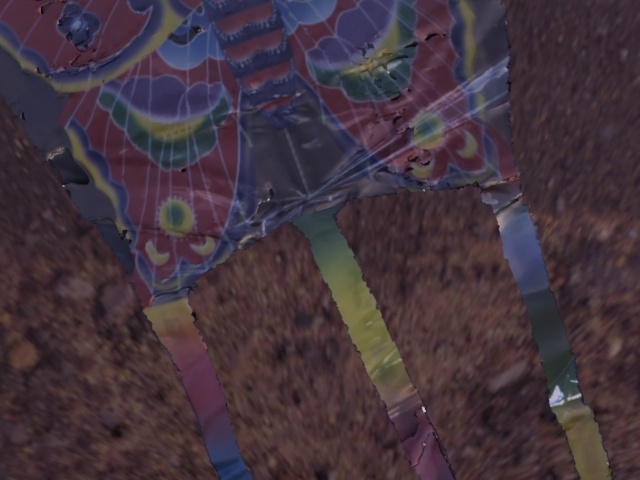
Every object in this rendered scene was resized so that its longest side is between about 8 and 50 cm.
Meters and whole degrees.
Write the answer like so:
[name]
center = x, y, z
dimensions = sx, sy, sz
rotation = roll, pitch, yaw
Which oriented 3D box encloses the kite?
[kite]
center = 0.000, 0.000, 0.422
dimensions = 0.152, 0.015, 0.285
rotation = -18, 96, 14
